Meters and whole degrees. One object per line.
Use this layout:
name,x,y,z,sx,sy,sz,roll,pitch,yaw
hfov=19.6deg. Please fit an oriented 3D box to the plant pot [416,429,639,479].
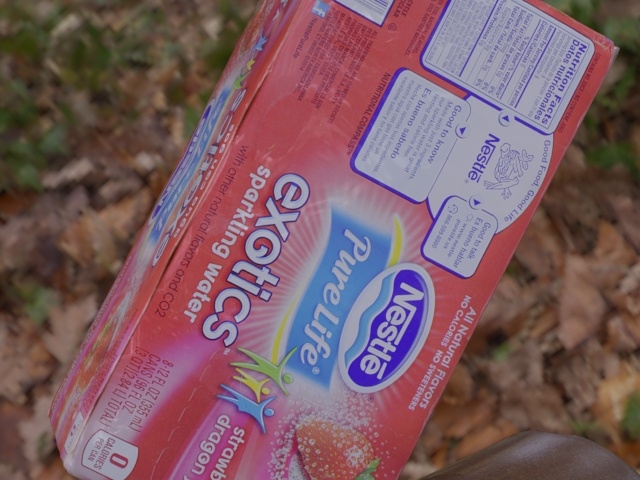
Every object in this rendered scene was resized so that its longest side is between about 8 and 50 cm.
plant pot,0.068,0.168,0.801,0.167,0.167,0.165,12,22,36

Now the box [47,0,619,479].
box,0.000,0.000,0.922,0.300,0.154,0.142,-64,12,-1
